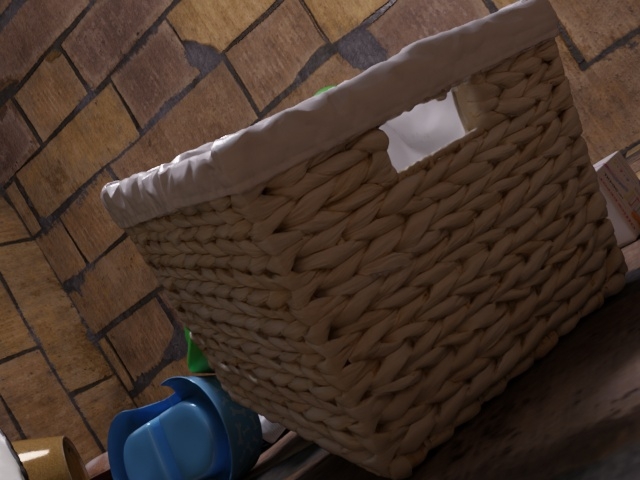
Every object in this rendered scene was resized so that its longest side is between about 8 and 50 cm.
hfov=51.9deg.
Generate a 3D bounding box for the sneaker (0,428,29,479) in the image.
[{"bbox_3d":[-0.282,0.238,0.451,0.182,0.158,0.410,-19,3,-33],"label":"sneaker"}]

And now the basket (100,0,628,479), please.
[{"bbox_3d":[0.031,-0.011,0.609,0.328,0.266,0.331,-31,14,-27],"label":"basket"}]

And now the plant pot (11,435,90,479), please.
[{"bbox_3d":[-0.456,0.383,0.909,0.255,0.237,0.237,-23,-8,-14],"label":"plant pot"}]

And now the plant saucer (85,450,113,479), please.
[{"bbox_3d":[-0.343,0.389,1.174,0.199,0.036,0.198,-22,-18,-8],"label":"plant saucer"}]

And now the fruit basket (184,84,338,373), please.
[{"bbox_3d":[0.000,0.000,0.881,0.392,0.282,0.392,-9,-41,-8],"label":"fruit basket"}]

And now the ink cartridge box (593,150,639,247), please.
[{"bbox_3d":[0.333,-0.035,0.801,0.090,0.092,0.143,-37,-5,41],"label":"ink cartridge box"}]

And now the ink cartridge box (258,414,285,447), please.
[{"bbox_3d":[-0.116,0.311,1.086,0.224,0.045,0.223,-41,1,-44],"label":"ink cartridge box"}]

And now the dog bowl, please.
[{"bbox_3d":[-0.190,0.285,0.914,0.297,0.165,0.074,-37,-17,37],"label":"dog bowl"}]
